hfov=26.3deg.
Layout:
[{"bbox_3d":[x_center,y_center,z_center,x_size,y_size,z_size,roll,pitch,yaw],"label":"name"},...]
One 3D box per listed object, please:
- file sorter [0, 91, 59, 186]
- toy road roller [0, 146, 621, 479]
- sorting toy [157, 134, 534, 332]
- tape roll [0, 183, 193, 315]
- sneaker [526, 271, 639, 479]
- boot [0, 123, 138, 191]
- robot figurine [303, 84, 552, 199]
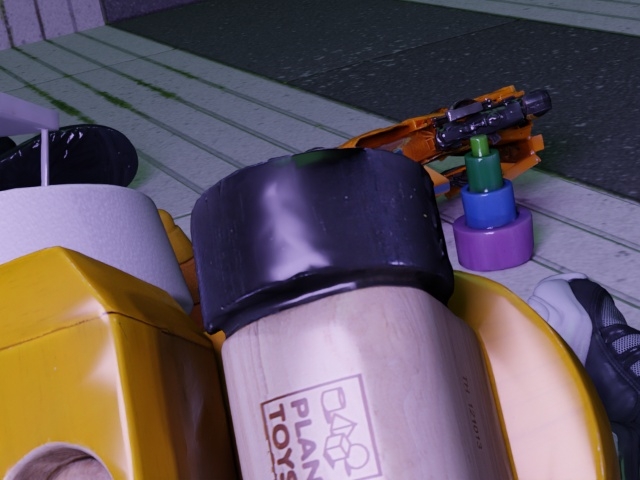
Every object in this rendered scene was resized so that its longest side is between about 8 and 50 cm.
[{"bbox_3d":[-0.409,-0.040,1.268,0.278,0.173,0.193,-5,-6,18],"label":"file sorter"},{"bbox_3d":[-0.040,0.123,0.571,0.330,0.202,0.240,-19,-23,17],"label":"toy road roller"},{"bbox_3d":[0.000,0.000,1.053,0.366,0.126,0.127,-19,20,-20],"label":"sorting toy"},{"bbox_3d":[-0.264,0.076,0.789,0.392,0.072,0.392,-22,-9,-4],"label":"tape roll"},{"bbox_3d":[0.190,0.093,0.714,0.153,0.101,0.268,-7,24,9],"label":"sneaker"},{"bbox_3d":[-0.343,-0.088,1.556,0.247,0.094,0.207,-21,24,-10],"label":"boot"},{"bbox_3d":[0.069,-0.062,1.223,0.291,0.085,0.211,-20,3,-25],"label":"robot figurine"}]
